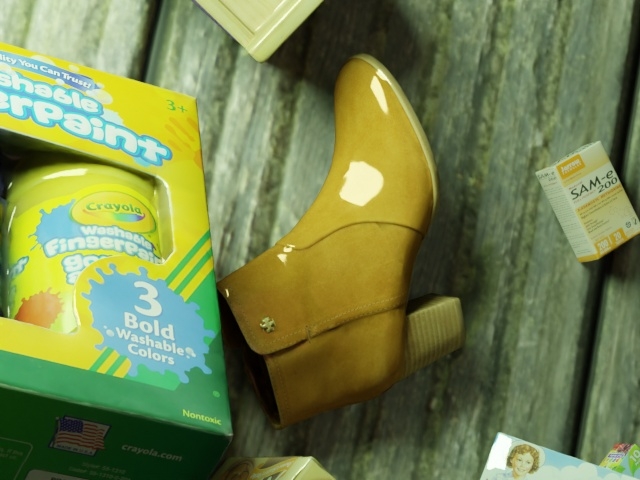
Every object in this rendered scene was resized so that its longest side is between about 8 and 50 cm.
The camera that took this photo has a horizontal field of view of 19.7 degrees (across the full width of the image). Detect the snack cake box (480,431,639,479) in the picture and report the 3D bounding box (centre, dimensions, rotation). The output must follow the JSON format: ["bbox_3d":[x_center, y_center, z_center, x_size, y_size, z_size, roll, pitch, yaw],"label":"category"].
[{"bbox_3d":[0.257,0.285,1.613,0.264,0.089,0.152,17,75,18],"label":"snack cake box"}]

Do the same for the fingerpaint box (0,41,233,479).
[{"bbox_3d":[-0.304,0.005,1.326,0.445,0.163,0.371,15,38,-21],"label":"fingerpaint box"}]

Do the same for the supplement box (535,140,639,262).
[{"bbox_3d":[0.256,-0.037,1.754,0.062,0.036,0.098,-30,96,-25],"label":"supplement box"}]

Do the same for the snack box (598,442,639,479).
[{"bbox_3d":[0.303,0.275,1.737,0.141,0.037,0.100,47,67,-14],"label":"snack box"}]

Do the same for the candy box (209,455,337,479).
[{"bbox_3d":[0.041,0.313,1.536,0.316,0.183,0.087,46,68,-13],"label":"candy box"}]

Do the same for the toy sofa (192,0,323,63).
[{"bbox_3d":[-0.131,-0.327,1.572,0.362,0.177,0.150,43,94,-14],"label":"toy sofa"}]

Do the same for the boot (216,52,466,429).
[{"bbox_3d":[0.000,0.001,1.599,0.211,0.104,0.295,-18,96,-25],"label":"boot"}]
